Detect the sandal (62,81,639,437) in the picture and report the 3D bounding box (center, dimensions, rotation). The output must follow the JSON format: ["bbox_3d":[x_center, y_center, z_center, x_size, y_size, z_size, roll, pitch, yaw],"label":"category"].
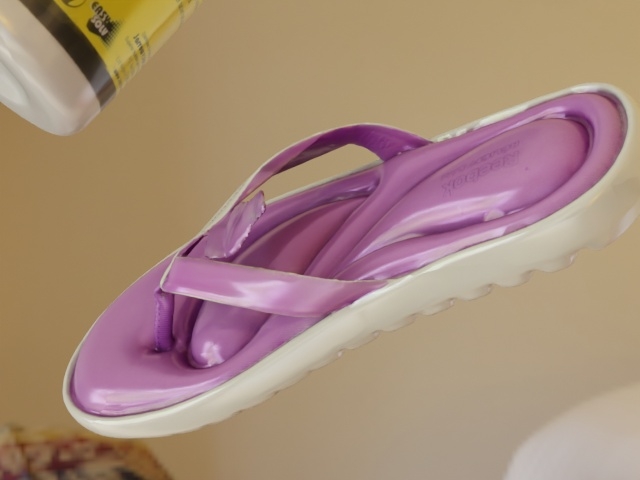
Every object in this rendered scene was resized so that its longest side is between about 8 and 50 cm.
[{"bbox_3d":[0.000,-0.010,1.008,0.416,0.102,0.169,-25,35,21],"label":"sandal"}]

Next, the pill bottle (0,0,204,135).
[{"bbox_3d":[-0.127,-0.249,1.119,0.334,0.188,0.188,-49,30,-13],"label":"pill bottle"}]
